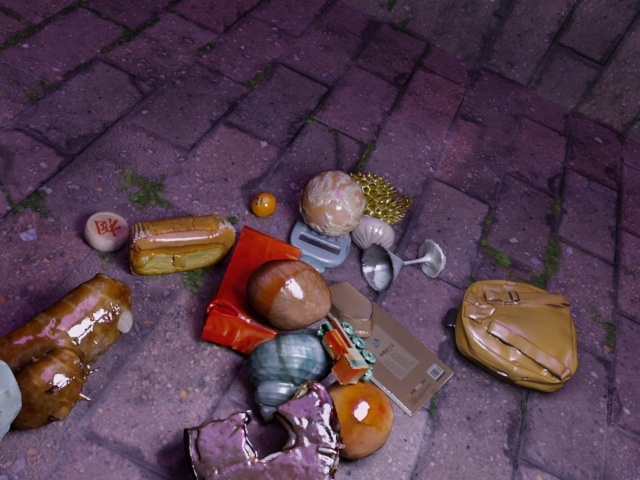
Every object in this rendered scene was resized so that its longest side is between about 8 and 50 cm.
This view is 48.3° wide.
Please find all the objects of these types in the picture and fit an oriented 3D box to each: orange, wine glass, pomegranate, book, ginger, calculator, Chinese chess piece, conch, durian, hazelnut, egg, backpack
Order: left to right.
[{"bbox_3d":[-0.564,0.252,1.600,0.254,0.176,0.418,39,50,13],"label":"ginger"},{"bbox_3d":[-0.586,-0.024,1.957,0.122,0.051,0.122,13,43,-12],"label":"Chinese chess piece"},{"bbox_3d":[-0.174,-0.109,2.203,0.083,0.083,0.083,12,44,-12],"label":"orange"},{"bbox_3d":[-0.082,0.129,1.773,0.214,0.176,0.214,28,10,-5],"label":"hazelnut"},{"bbox_3d":[-0.076,0.315,1.749,0.195,0.220,0.277,17,59,17],"label":"conch"},{"bbox_3d":[0.000,0.000,2.198,0.185,0.041,0.299,21,40,-2],"label":"calculator"},{"bbox_3d":[0.035,-0.117,2.156,0.203,0.203,0.245,6,30,-18],"label":"egg"},{"bbox_3d":[0.082,0.425,1.708,0.191,0.191,0.191,12,44,-12],"label":"pomegranate"},{"bbox_3d":[0.168,-0.124,2.342,0.306,0.166,0.172,3,76,-13],"label":"durian"},{"bbox_3d":[0.195,0.319,1.977,0.310,0.021,0.217,41,46,18],"label":"book"},{"bbox_3d":[0.258,0.069,2.172,0.232,0.156,0.156,-8,51,-34],"label":"wine glass"},{"bbox_3d":[0.557,0.264,2.058,0.378,0.201,0.353,25,44,-1],"label":"backpack"}]

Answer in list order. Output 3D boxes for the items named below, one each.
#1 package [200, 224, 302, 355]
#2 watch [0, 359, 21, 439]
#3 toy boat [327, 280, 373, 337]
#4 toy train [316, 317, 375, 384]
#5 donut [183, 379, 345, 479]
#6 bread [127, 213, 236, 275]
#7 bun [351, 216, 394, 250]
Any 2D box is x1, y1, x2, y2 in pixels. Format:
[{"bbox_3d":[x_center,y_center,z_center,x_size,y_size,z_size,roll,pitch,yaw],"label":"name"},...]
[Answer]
[{"bbox_3d":[-0.177,0.120,1.940,0.196,0.123,0.423,22,44,-5],"label":"package"},{"bbox_3d":[-0.728,0.318,1.419,0.241,0.253,0.162,33,25,-7],"label":"watch"},{"bbox_3d":[0.083,0.193,1.996,0.116,0.061,0.188,-18,44,-34],"label":"toy boat"},{"bbox_3d":[0.055,0.258,1.690,0.118,0.074,0.176,14,33,-49],"label":"toy train"},{"bbox_3d":[-0.106,0.474,1.561,0.345,0.136,0.259,-20,71,-15],"label":"donut"},{"bbox_3d":[-0.384,0.007,1.942,0.288,0.152,0.119,-7,45,-30],"label":"bread"},{"bbox_3d":[0.155,-0.004,2.209,0.138,0.138,0.094,24,57,0],"label":"bun"}]
